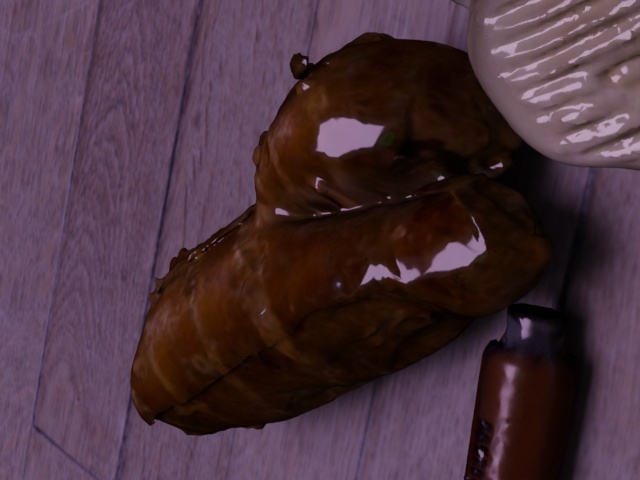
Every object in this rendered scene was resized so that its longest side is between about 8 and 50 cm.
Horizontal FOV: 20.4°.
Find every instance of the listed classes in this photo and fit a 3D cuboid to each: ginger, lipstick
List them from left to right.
[{"bbox_3d":[0.000,0.000,1.319,0.418,0.176,0.254,-37,53,44],"label":"ginger"},{"bbox_3d":[0.118,0.251,1.243,0.077,0.077,0.418,20,106,51],"label":"lipstick"}]

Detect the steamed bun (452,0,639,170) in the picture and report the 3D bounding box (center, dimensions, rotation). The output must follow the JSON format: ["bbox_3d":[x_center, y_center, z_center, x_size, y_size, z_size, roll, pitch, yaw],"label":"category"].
[{"bbox_3d":[0.204,-0.227,0.990,0.352,0.247,0.339,42,118,0],"label":"steamed bun"}]
